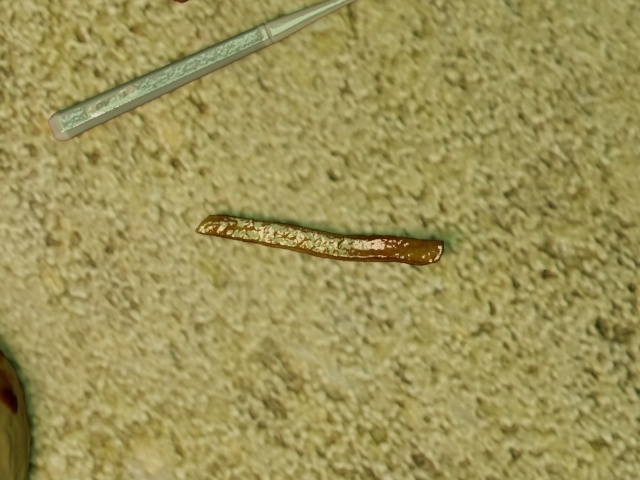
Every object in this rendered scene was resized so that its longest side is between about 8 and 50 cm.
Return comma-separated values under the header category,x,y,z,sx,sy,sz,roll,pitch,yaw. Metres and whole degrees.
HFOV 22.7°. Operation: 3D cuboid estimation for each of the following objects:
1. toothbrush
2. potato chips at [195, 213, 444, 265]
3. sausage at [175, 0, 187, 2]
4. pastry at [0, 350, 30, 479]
category,x,y,z,sx,sy,sz,roll,pitch,yaw
toothbrush,-0.066,-0.158,1.299,0.342,0.030,0.025,-24,85,6
potato chips,0.000,0.000,1.299,0.204,0.037,0.026,8,82,9
sausage,-0.083,-0.264,1.297,0.036,0.042,0.158,38,92,40
pastry,-0.367,0.152,1.260,0.256,0.170,0.237,1,94,-1
